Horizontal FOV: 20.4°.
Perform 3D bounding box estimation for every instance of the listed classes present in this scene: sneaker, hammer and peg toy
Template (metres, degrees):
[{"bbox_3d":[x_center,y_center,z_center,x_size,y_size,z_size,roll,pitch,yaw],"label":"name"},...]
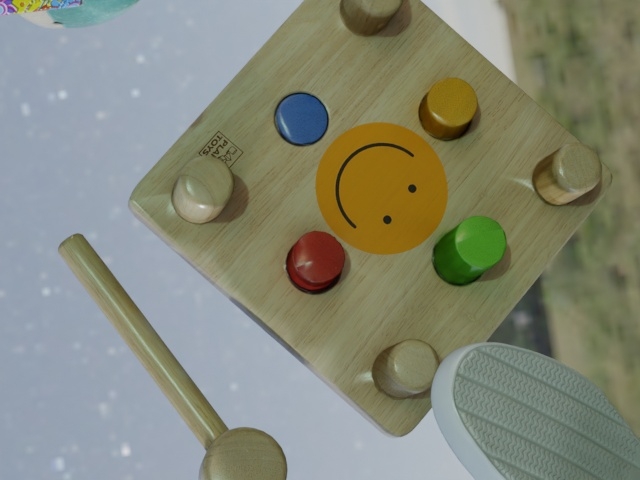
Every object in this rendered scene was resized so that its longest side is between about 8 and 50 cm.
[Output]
[{"bbox_3d":[0.152,0.152,1.051,0.258,0.091,0.094,38,-120,-20],"label":"sneaker"},{"bbox_3d":[0.000,0.000,1.224,0.266,0.361,0.127,42,165,-1],"label":"hammer and peg toy"}]

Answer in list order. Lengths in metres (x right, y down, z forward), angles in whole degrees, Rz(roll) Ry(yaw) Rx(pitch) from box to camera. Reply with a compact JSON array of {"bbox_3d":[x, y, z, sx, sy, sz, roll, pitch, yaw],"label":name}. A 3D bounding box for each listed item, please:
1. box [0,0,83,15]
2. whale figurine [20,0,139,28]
[{"bbox_3d":[-0.303,-0.243,0.954,0.290,0.279,0.177,48,141,49],"label":"box"},{"bbox_3d":[-0.195,-0.313,1.480,0.216,0.141,0.272,31,-120,-76],"label":"whale figurine"}]
